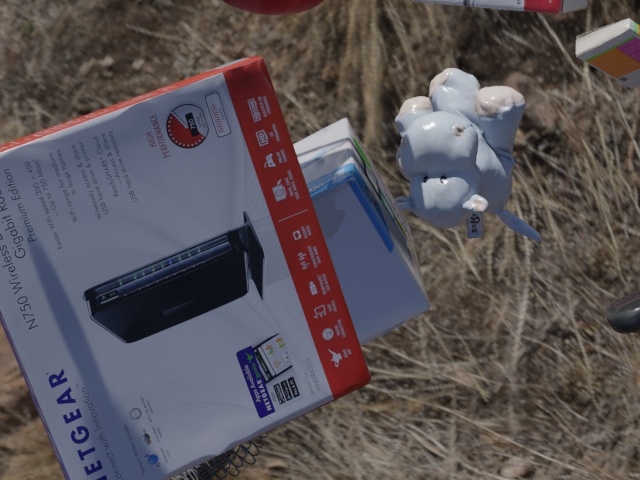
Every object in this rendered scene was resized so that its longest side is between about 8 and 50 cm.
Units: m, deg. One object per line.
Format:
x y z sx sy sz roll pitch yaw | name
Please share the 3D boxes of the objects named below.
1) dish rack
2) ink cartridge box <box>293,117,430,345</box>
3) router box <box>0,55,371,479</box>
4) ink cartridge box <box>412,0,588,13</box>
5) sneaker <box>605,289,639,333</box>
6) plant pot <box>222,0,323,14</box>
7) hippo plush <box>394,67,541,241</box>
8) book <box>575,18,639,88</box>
-0.153 0.309 1.648 0.074 0.208 0.271 41 131 22 | dish rack
0.000 0.000 1.455 0.197 0.198 0.270 -28 20 10 | ink cartridge box
-0.144 0.038 1.046 0.301 0.335 0.082 -24 15 -19 | router box
0.289 -0.476 1.814 0.273 0.114 0.197 13 112 34 | ink cartridge box
0.519 0.137 1.572 0.106 0.281 0.162 -12 90 55 | sneaker
-0.066 -0.437 1.574 0.191 0.174 0.191 5 42 -5 | plant pot
0.186 -0.109 1.769 0.234 0.236 0.294 3 109 32 | hippo plush
0.466 -0.278 1.694 0.096 0.144 0.035 -18 59 46 | book
